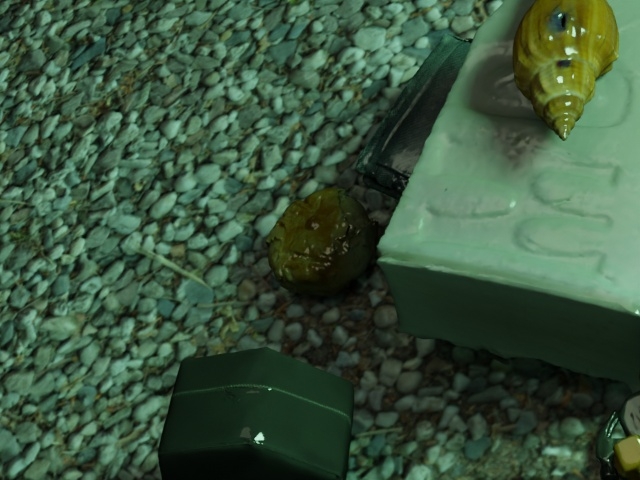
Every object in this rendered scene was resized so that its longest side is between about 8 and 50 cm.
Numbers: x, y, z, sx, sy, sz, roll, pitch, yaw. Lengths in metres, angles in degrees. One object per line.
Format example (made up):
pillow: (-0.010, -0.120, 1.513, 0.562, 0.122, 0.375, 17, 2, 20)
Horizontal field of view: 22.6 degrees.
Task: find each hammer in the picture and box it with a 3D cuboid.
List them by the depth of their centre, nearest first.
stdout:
hammer: (0.390, 0.200, 1.708, 0.201, 0.021, 0.078, -17, 49, 18)

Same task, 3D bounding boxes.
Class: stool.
stool: (-0.071, 0.226, 1.825, 0.232, 0.232, 0.141, -9, 54, 25)

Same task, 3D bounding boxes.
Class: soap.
soap: (0.293, -0.081, 1.780, 0.350, 0.213, 0.435, 13, 67, 29)

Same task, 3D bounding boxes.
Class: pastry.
pastry: (0.001, 0.004, 2.050, 0.153, 0.081, 0.153, -20, 52, 28)

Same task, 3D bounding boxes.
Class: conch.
conch: (0.259, -0.241, 1.700, 0.109, 0.093, 0.330, -4, 60, 16)

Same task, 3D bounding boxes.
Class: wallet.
wallet: (0.240, -0.111, 1.984, 0.342, 0.075, 0.237, 25, 75, 31)

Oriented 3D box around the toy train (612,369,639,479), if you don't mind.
toy train: (0.472, 0.178, 1.572, 0.369, 0.163, 0.231, -28, 64, 9)
